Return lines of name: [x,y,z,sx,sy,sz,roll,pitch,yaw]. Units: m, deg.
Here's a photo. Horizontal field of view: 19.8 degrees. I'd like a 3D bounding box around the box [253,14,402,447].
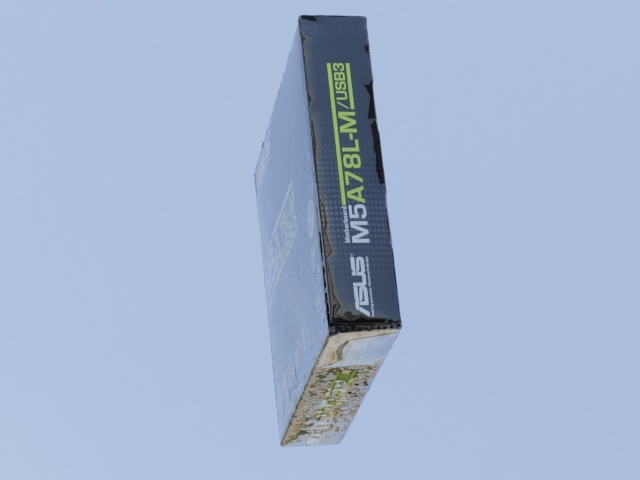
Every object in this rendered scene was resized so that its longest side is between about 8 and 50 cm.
box: [0.000,0.000,1.023,0.045,0.184,0.190,-3,-24,-12]
